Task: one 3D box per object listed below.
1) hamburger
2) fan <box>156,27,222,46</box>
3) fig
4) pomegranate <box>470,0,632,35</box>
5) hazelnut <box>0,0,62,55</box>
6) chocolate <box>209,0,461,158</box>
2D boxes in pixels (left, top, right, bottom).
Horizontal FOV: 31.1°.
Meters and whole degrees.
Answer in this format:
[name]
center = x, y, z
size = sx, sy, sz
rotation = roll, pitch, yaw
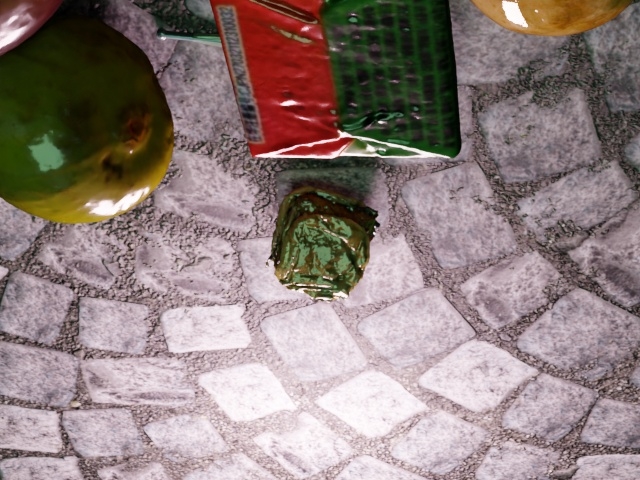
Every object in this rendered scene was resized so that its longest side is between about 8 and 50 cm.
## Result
[hamburger]
center = 0.000, 0.000, 2.093
size = 0.183, 0.130, 0.206
rotation = 14, 113, -11
[fan]
center = -0.169, -0.323, 1.863
size = 0.193, 0.016, 0.038
rotation = 6, 135, -2
[fig]
center = -0.415, -0.184, 1.815
size = 0.343, 0.343, 0.343
rotation = 2, 132, 2
[pomegranate]
center = 0.300, -0.443, 1.534
size = 0.338, 0.338, 0.338
rotation = 2, 132, 2
[hazelnut]
center = -0.512, -0.415, 1.484
size = 0.421, 0.420, 0.353
rotation = 17, 159, -12
[chocolate]
center = 0.036, -0.298, 1.728
size = 0.341, 0.161, 0.360
rotation = 1, 137, 13
